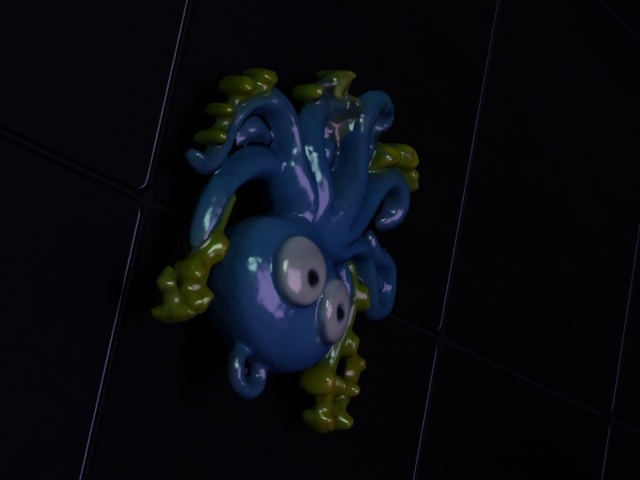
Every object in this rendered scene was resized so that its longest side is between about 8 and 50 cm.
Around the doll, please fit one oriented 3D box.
[{"bbox_3d":[0.000,0.000,1.248,0.341,0.099,0.346,-63,142,-28],"label":"doll"}]
